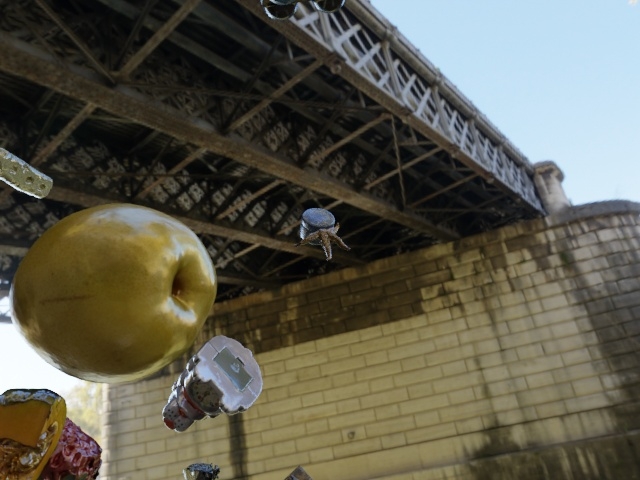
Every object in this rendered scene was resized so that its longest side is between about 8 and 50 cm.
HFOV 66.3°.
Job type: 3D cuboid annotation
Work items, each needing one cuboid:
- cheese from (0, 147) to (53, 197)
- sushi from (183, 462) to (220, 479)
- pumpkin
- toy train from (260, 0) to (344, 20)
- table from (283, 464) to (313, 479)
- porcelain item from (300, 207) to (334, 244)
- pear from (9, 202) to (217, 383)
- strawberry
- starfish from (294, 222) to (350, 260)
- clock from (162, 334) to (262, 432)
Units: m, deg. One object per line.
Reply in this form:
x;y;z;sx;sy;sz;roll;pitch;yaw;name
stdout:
-0.700;-0.152;1.143;0.043;0.065;0.194;29;-10;10;cheese
-0.343;0.678;1.418;0.084;0.056;0.083;7;-11;-39;sushi
-0.729;0.483;1.171;0.139;0.280;0.190;11;-64;-7;pumpkin
-0.057;-0.750;1.304;0.300;0.265;0.188;-9;9;-5;toy train
-0.071;0.770;1.342;0.193;0.169;0.173;-32;-42;-28;table
-0.015;-0.065;2.141;0.147;0.147;0.114;-5;-50;-16;porcelain item
-0.334;0.084;0.816;0.314;0.314;0.314;-10;-22;-4;pear
-0.851;0.672;1.493;0.295;0.345;0.318;9;-67;-46;strawberry
0.001;-0.004;1.180;0.130;0.133;0.041;-5;-57;-14;starfish
-0.291;0.373;1.210;0.254;0.189;0.188;-38;-32;27;clock
